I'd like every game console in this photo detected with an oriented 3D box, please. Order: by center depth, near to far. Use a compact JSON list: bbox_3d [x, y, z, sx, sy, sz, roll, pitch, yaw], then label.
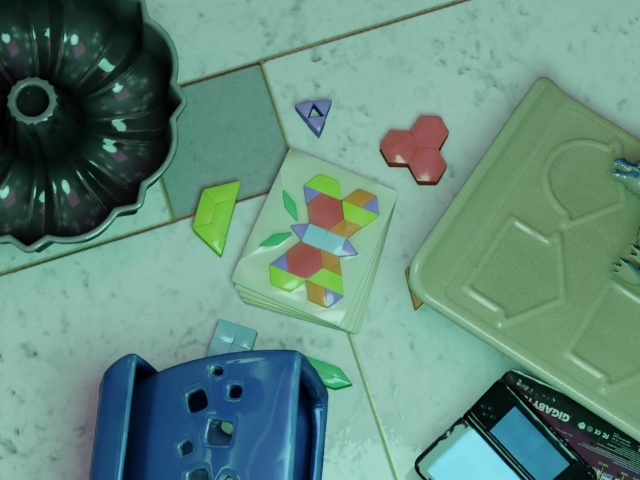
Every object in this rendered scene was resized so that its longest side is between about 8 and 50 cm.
[{"bbox_3d":[0.188,0.235,1.836,0.144,0.124,0.085,47,54,9],"label":"game console"}]

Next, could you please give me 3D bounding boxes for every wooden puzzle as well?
[{"bbox_3d":[0.300,0.033,1.931,0.348,0.080,0.322,35,61,2],"label":"wooden puzzle"}]

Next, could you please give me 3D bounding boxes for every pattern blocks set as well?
[{"bbox_3d":[0.000,0.000,1.991,0.285,0.026,0.325,8,77,1],"label":"pattern blocks set"}]

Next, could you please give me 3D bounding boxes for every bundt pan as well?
[{"bbox_3d":[-0.309,-0.136,1.968,0.330,0.124,0.331,0,77,-2],"label":"bundt pan"}]

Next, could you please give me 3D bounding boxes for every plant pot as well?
[{"bbox_3d":[-0.115,0.238,1.836,0.212,0.236,0.236,3,76,7],"label":"plant pot"}]

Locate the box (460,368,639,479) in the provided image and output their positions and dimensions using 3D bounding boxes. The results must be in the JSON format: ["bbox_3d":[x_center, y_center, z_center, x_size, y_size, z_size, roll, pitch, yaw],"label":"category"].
[{"bbox_3d":[0.291,0.317,1.898,0.322,0.079,0.257,23,79,5],"label":"box"}]

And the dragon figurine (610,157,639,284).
[{"bbox_3d":[0.404,0.021,1.871,0.289,0.085,0.144,43,62,9],"label":"dragon figurine"}]
